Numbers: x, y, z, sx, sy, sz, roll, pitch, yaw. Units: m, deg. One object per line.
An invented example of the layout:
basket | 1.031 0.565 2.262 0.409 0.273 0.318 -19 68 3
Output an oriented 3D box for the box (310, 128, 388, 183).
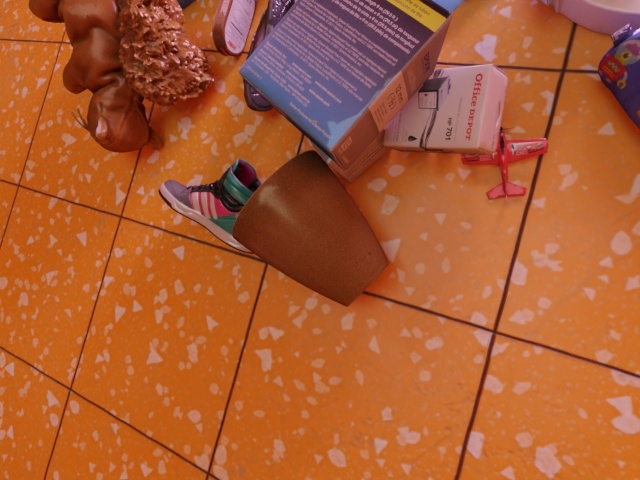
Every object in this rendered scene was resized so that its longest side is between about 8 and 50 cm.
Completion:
box | 0.067 -0.199 0.822 0.126 0.137 0.072 -42 67 12

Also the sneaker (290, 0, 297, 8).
sneaker | 0.026 -0.460 0.868 0.112 0.131 0.319 -26 75 -7

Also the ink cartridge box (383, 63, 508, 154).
ink cartridge box | 0.223 -0.235 0.744 0.190 0.082 0.140 13 100 42

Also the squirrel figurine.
squirrel figurine | -0.483 -0.422 1.024 0.396 0.281 0.371 -6 86 25

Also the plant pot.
plant pot | 0.000 0.000 0.792 0.254 0.237 0.237 45 100 8

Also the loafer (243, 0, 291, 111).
loafer | -0.121 -0.446 0.973 0.095 0.109 0.303 5 80 57

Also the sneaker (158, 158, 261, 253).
sneaker | -0.234 -0.116 0.943 0.295 0.123 0.179 31 100 16

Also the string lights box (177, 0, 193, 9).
string lights box | -0.448 -0.691 1.115 0.259 0.133 0.077 -25 73 17

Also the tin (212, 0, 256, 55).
tin | -0.213 -0.557 1.011 0.040 0.106 0.190 16 89 24

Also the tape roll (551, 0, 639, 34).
tape roll | 0.587 -0.544 0.690 0.391 0.072 0.393 -3 82 23

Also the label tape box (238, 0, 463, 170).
label tape box | 0.064 -0.338 0.710 0.348 0.115 0.249 -47 71 4

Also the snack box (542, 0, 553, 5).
snack box | 0.417 -0.541 0.684 0.207 0.070 0.175 -37 70 13

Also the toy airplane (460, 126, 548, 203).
toy airplane | 0.344 -0.140 0.756 0.151 0.028 0.151 -4 81 24

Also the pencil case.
pencil case | 0.567 -0.205 0.617 0.119 0.133 0.306 -21 72 -16
